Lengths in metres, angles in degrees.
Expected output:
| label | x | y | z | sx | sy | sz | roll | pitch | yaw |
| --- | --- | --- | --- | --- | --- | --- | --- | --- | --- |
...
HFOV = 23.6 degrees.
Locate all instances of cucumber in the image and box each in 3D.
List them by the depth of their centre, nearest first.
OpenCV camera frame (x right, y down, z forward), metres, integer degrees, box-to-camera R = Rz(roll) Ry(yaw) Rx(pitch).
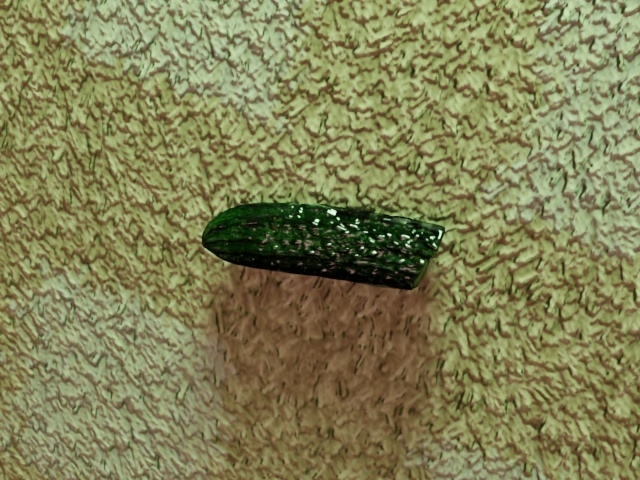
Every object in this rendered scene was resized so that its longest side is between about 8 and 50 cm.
| label | x | y | z | sx | sy | sz | roll | pitch | yaw |
| --- | --- | --- | --- | --- | --- | --- | --- | --- | --- |
| cucumber | 0.000 | -0.001 | 1.527 | 0.265 | 0.077 | 0.077 | 9 | 109 | 21 |
